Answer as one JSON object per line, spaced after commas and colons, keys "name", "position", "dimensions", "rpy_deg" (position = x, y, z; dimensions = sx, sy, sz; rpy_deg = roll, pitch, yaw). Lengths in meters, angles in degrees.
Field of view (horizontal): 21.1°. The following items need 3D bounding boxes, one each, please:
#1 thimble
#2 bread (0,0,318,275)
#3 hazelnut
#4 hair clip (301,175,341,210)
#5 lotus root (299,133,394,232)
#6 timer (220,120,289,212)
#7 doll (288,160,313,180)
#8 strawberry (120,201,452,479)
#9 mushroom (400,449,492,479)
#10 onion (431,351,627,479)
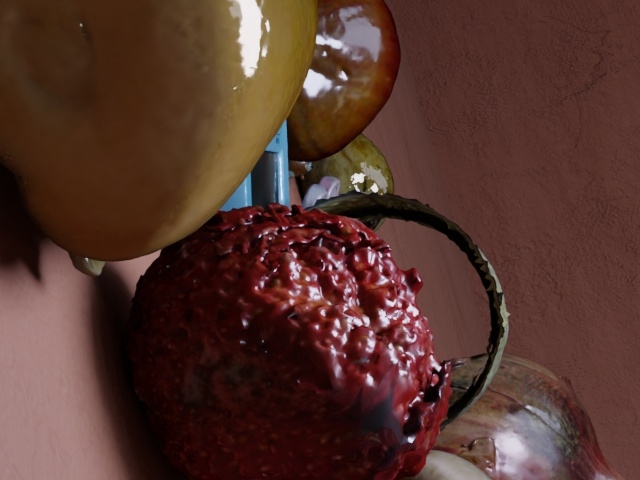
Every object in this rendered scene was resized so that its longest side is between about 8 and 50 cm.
{"name": "thimble", "position": [0.058, 0.088, 1.785], "dimensions": [0.150, 0.270, 0.271], "rpy_deg": [19, 52, -79]}
{"name": "bread", "position": [-0.138, -0.188, 1.302], "dimensions": [0.348, 0.253, 0.376], "rpy_deg": [62, 10, -6]}
{"name": "hazelnut", "position": [-0.013, -0.223, 2.132], "dimensions": [0.217, 0.217, 0.252], "rpy_deg": [10, 88, -78]}
{"name": "hair clip", "position": [-0.008, -0.002, 2.009], "dimensions": [0.257, 0.075, 0.146], "rpy_deg": [-74, 176, -80]}
{"name": "lotus root", "position": [0.028, -0.094, 2.349], "dimensions": [0.138, 0.138, 0.214], "rpy_deg": [58, 5, -50]}
{"name": "timer", "position": [-0.080, -0.120, 1.928], "dimensions": [0.232, 0.091, 0.250], "rpy_deg": [-12, 88, -80]}
{"name": "doll", "position": [-0.037, -0.121, 2.277], "dimensions": [0.058, 0.040, 0.085], "rpy_deg": [-140, -146, -86]}
{"name": "strawberry", "position": [-0.013, 0.097, 1.367], "dimensions": [0.220, 0.274, 0.274], "rpy_deg": [-15, -85, 67]}
{"name": "mushroom", "position": [0.087, 0.315, 1.707], "dimensions": [0.215, 0.207, 0.207], "rpy_deg": [-2, 68, -41]}
{"name": "onion", "position": [0.196, 0.300, 2.074], "dimensions": [0.353, 0.353, 0.354], "rpy_deg": [-20, 90, -79]}
